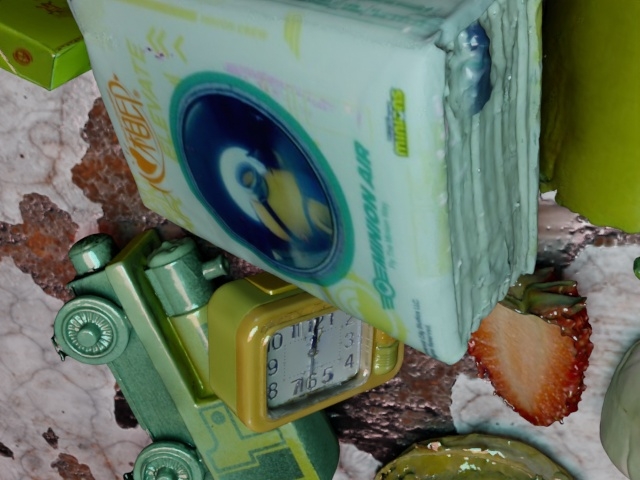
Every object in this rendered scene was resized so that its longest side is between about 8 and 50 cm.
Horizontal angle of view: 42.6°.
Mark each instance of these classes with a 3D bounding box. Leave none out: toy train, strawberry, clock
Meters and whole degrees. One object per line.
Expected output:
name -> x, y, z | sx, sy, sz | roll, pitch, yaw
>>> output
toy train -> -0.150, 0.144, 0.955 | 0.237, 0.150, 0.369 | -19, 107, 15
strawberry -> 0.210, 0.093, 0.860 | 0.167, 0.087, 0.208 | 25, 147, 27
clock -> -0.010, 0.098, 0.848 | 0.096, 0.202, 0.143 | 34, 130, 46

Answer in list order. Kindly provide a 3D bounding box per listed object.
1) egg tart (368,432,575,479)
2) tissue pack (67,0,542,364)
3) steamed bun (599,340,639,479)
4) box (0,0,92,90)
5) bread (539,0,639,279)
egg tart -> 0.183, 0.348, 0.968 | 0.279, 0.095, 0.279 | 6, 116, 13
tissue pack -> -0.019, -0.105, 0.678 | 0.388, 0.162, 0.287 | 25, 141, 36
steamed bun -> 0.397, 0.202, 0.794 | 0.238, 0.152, 0.170 | 19, 115, 15
box -> -0.354, -0.257, 0.803 | 0.335, 0.187, 0.047 | 26, 122, 5
bread -> 0.278, -0.181, 0.617 | 0.208, 0.251, 0.376 | 18, 122, 27
